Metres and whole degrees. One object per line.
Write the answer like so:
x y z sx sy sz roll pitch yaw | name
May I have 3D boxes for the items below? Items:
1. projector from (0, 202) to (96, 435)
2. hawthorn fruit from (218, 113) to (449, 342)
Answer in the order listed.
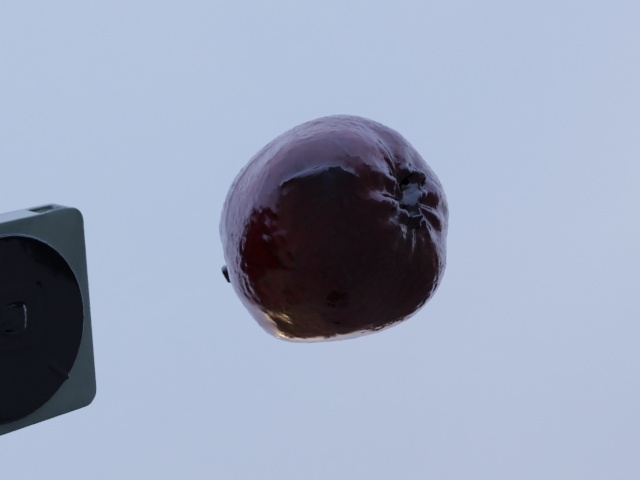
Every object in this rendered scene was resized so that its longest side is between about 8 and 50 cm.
-0.394 0.101 1.721 0.257 0.079 0.259 -15 -72 -44 | projector
0.000 0.000 1.725 0.307 0.265 0.265 -29 -33 33 | hawthorn fruit
